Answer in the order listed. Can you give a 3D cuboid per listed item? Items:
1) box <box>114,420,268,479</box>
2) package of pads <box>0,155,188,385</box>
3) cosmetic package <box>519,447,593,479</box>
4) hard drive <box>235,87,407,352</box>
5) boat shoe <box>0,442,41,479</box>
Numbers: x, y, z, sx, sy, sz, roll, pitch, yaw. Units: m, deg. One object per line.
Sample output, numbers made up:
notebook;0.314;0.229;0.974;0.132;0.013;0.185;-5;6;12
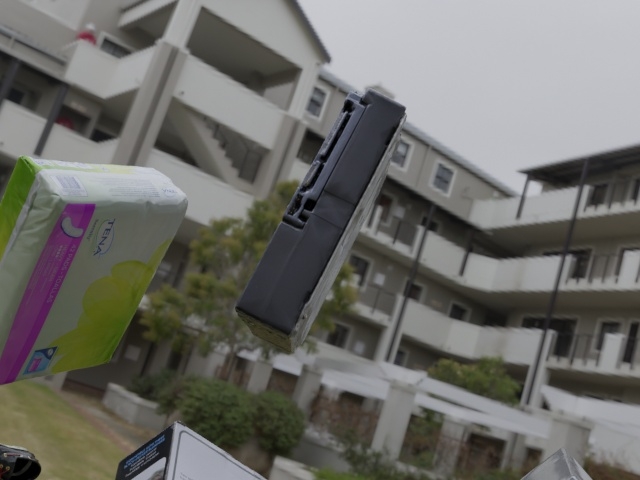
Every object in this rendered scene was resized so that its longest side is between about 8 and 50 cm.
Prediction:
box;-0.105;0.318;0.686;0.087;0.289;0.169;-38;-61;22
package of pads;-0.318;0.041;1.037;0.101;0.296;0.229;40;21;24
cosmetic package;0.211;0.273;0.736;0.107;0.127;0.238;50;4;19
hard drive;0.000;0.000;0.864;0.064;0.236;0.339;26;-11;4
boat shoe;-0.422;0.297;1.073;0.042;0.048;0.133;32;-2;26
